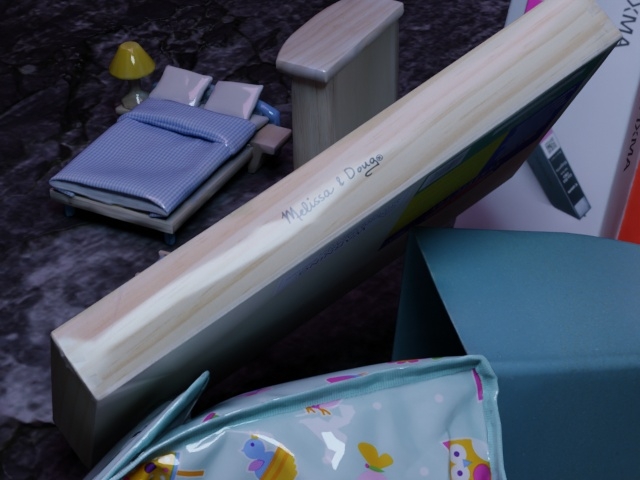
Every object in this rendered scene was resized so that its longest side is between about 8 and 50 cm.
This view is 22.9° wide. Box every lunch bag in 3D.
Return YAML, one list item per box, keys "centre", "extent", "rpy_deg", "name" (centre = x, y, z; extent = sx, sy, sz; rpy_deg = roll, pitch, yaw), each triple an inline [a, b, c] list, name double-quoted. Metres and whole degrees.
- centre: [-0.043, 0.158, 0.921]
  extent: [0.262, 0.160, 0.223]
  rpy_deg: [-9, -8, -16]
  name: "lunch bag"

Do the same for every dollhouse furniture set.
- centre: [-0.117, -0.095, 1.333]
  extent: [0.303, 0.198, 0.286]
  rpy_deg: [16, 38, 24]
  name: "dollhouse furniture set"

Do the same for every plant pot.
- centre: [0.183, 0.098, 1.082]
  extent: [0.234, 0.165, 0.165]
  rpy_deg: [-2, 34, -12]
  name: "plant pot"

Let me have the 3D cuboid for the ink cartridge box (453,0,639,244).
- centre: [0.251, -0.099, 1.263]
  extent: [0.239, 0.275, 0.060]
  rpy_deg: [20, 15, 29]
  name: "ink cartridge box"

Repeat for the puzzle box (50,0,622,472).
- centre: [0.000, 0.000, 1.064]
  extent: [0.409, 0.272, 0.052]
  rpy_deg: [-35, 81, -18]
  name: "puzzle box"
